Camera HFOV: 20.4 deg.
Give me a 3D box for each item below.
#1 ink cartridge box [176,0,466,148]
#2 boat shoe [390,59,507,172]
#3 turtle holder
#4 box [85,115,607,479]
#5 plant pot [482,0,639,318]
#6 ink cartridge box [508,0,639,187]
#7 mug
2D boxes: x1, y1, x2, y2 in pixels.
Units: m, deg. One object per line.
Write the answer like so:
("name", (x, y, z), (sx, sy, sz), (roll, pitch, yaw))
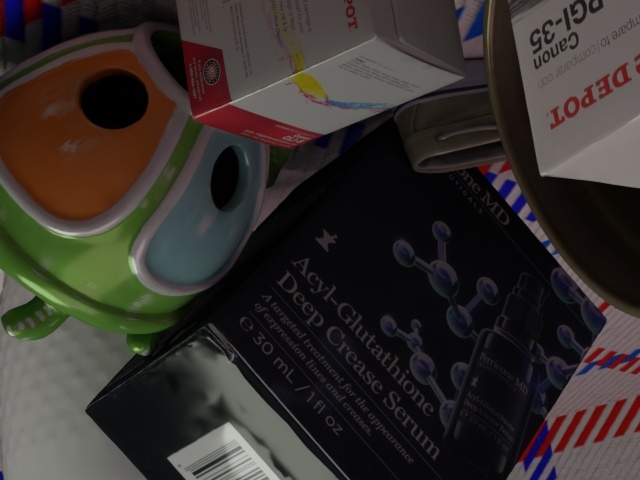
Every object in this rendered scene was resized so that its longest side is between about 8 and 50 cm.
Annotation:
("ink cartridge box", (0.000, -0.164, 1.337), (0.176, 0.128, 0.127), (-20, 159, 33))
("boat shoe", (0.215, -0.117, 1.635), (0.302, 0.094, 0.109), (-7, 162, -3))
("turtle holder", (-0.140, -0.047, 1.462), (0.320, 0.243, 0.227), (25, 118, -40))
("box", (0.036, 0.113, 1.632), (0.212, 0.293, 0.395), (-35, -170, 44))
("plant pot", (0.327, -0.131, 1.362), (0.280, 0.323, 0.323), (-19, 167, -20))
("ink cartridge box", (0.213, -0.196, 1.074), (0.117, 0.283, 0.207), (3, 159, -32))
("mug", (-0.143, 0.108, 1.793), (0.374, 0.328, 0.276), (-6, 163, -9))
